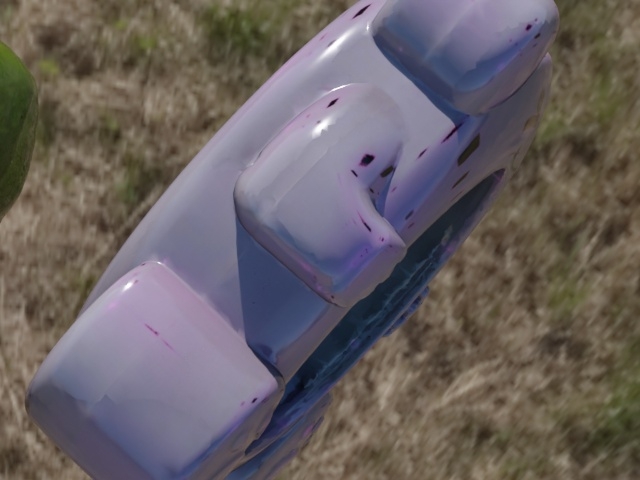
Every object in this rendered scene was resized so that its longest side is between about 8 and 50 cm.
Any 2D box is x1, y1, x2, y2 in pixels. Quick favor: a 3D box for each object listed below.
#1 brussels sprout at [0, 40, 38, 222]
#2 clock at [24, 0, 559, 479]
[{"bbox_3d":[-0.382,-0.094,1.525,0.271,0.219,0.210,-9,76,23],"label":"brussels sprout"},{"bbox_3d":[0.000,0.000,0.900,0.113,0.295,0.322,41,89,9],"label":"clock"}]
